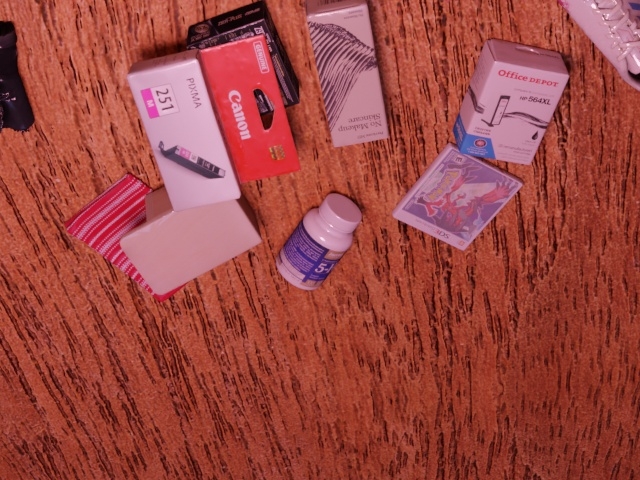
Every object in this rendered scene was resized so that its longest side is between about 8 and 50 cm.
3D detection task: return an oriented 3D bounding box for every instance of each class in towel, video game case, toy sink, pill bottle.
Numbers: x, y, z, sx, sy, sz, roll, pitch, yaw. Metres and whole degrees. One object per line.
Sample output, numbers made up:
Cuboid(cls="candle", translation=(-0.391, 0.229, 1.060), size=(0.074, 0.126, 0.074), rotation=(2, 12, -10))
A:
Cuboid(cls="towel", translation=(-0.355, 0.000, 2.133), size=(0.199, 0.031, 0.275), rotation=(-35, 123, 21))
Cuboid(cls="video game case", translation=(0.274, -0.084, 2.107), size=(0.183, 0.023, 0.201), rotation=(24, 123, -22))
Cuboid(cls="toy sink", translation=(-0.255, -0.029, 2.029), size=(0.234, 0.131, 0.153), rotation=(-29, 121, 5))
Cuboid(cls="pill bottle", translation=(0.000, 0.000, 2.101), size=(0.112, 0.112, 0.187), rotation=(22, 125, -20))

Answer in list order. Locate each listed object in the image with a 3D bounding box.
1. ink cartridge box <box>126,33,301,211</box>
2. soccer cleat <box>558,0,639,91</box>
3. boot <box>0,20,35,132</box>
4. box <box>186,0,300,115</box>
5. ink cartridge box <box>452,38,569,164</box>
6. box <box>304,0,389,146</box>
Cuboid(cls="ink cartridge box", translation=(-0.180, -0.201, 1.834), size=(0.238, 0.060, 0.275), rotation=(-12, 120, 7))
Cuboid(cls="soccer cleat", translation=(0.520, -0.372, 1.811), size=(0.116, 0.143, 0.331), rotation=(-38, 122, 24))
Cuboid(cls="boot", translation=(-0.641, -0.275, 1.848), size=(0.246, 0.094, 0.207), rotation=(-4, 126, -8))
Cuboid(cls="box", translation=(-0.135, -0.312, 1.861), size=(0.147, 0.077, 0.180), rotation=(-18, 127, 10))
Cuboid(cls="ink cartridge box", translation=(0.348, -0.253, 1.933), size=(0.148, 0.086, 0.203), rotation=(8, 129, -10))
Cuboid(cls="box", translation=(0.049, -0.308, 1.865), size=(0.113, 0.094, 0.275), rotation=(-11, 128, 5))
